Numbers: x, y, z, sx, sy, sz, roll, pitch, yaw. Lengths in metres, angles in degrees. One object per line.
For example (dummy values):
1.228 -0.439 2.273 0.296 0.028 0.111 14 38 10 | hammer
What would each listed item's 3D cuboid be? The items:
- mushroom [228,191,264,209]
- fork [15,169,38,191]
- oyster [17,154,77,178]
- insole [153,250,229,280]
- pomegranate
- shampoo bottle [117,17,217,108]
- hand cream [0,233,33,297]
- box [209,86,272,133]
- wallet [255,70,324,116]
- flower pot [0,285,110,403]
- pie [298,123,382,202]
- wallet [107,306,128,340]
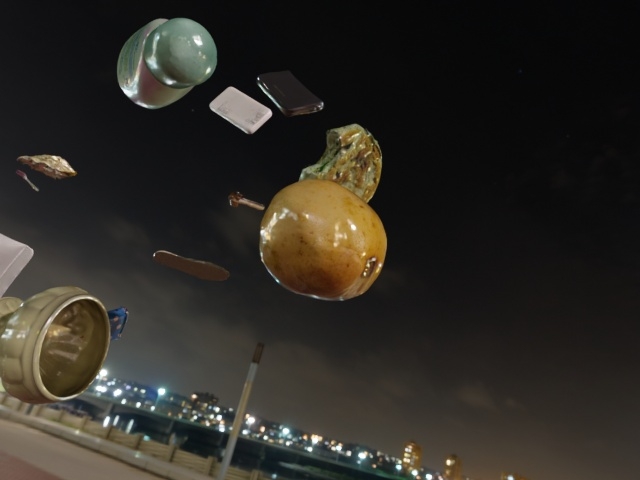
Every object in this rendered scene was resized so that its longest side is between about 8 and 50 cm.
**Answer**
-0.301 -0.151 1.889 0.187 0.061 0.060 20 10 -46 | mushroom
-0.936 -0.190 1.467 0.115 0.016 0.012 38 24 16 | fork
-1.019 -0.285 1.701 0.209 0.071 0.133 9 -22 32 | oyster
-0.319 0.065 1.142 0.192 0.010 0.063 23 -50 -28 | insole
0.009 0.004 1.022 0.308 0.306 0.307 12 -25 6 | pomegranate
-0.376 -0.440 1.122 0.151 0.221 0.350 17 -2 -38 | shampoo bottle
-0.773 -0.003 0.958 0.314 0.139 0.089 33 -5 -6 | hand cream
-0.347 -0.564 1.973 0.285 0.142 0.044 37 -13 27 | box
-0.106 -0.495 1.538 0.149 0.250 0.044 -19 -36 -26 | wallet
-0.737 0.259 1.195 0.245 0.307 0.307 6 -26 9 | flower pot
0.060 -0.174 1.255 0.067 0.302 0.302 36 -9 36 | pie
-0.792 0.317 1.628 0.059 0.141 0.202 36 20 20 | wallet
